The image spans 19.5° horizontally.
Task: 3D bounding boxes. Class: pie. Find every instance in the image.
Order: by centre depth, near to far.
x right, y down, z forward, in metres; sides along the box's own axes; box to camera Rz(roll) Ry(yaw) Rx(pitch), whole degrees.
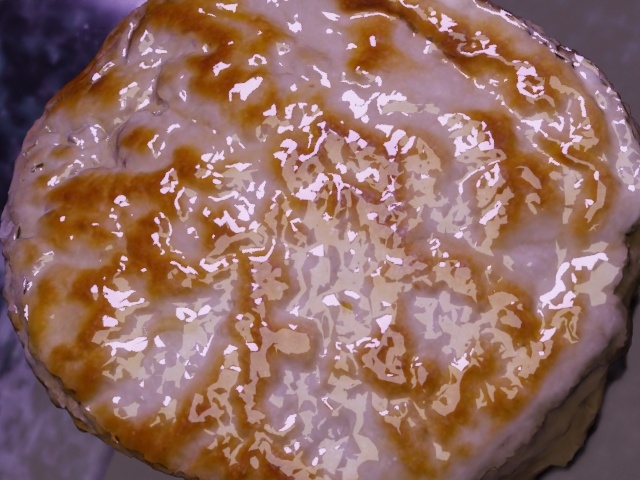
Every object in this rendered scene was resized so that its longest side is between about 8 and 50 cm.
[{"bbox_3d":[0.000,0.000,0.589,0.205,0.084,0.178,25,83,14],"label":"pie"}]
